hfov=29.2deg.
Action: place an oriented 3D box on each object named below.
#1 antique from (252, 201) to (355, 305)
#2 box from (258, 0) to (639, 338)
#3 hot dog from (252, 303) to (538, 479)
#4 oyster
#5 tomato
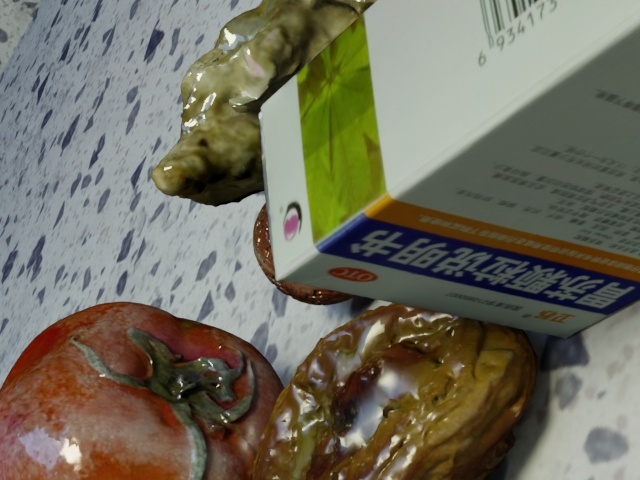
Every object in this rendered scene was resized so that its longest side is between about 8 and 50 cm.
[{"bbox_3d":[0.000,0.000,0.888,0.104,0.104,0.104,-43,33,37],"label":"antique"},{"bbox_3d":[0.136,-0.067,0.555,0.299,0.200,0.106,-35,52,45],"label":"box"},{"bbox_3d":[0.032,0.132,0.713,0.226,0.099,0.160,-64,25,7],"label":"hot dog"},{"bbox_3d":[0.046,-0.127,0.745,0.096,0.361,0.221,31,127,26],"label":"oyster"},{"bbox_3d":[-0.131,0.158,0.864,0.232,0.232,0.188,-102,31,-52],"label":"tomato"}]
